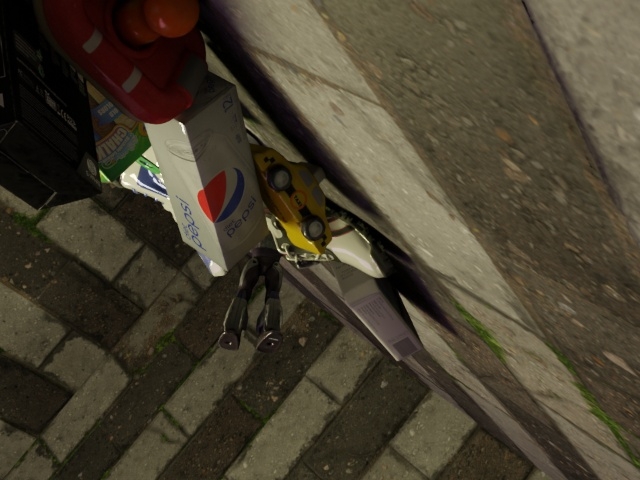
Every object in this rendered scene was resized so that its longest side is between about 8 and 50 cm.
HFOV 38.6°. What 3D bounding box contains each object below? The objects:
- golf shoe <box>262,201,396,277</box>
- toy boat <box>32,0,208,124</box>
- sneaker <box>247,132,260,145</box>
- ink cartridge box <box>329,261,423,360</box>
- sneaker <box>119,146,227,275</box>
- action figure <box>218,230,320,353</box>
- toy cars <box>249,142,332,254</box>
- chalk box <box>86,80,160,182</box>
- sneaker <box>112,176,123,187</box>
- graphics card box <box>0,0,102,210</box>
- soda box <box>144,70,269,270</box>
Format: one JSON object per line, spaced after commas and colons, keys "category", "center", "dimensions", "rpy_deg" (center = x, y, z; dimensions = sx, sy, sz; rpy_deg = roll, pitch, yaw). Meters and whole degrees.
{"category": "golf shoe", "center": [0.000, 0.000, 1.476], "dimensions": [0.272, 0.120, 0.105], "rpy_deg": [35, 170, 28]}
{"category": "toy boat", "center": [-0.194, -0.242, 0.997], "dimensions": [0.151, 0.151, 0.231], "rpy_deg": [-9, 140, 39]}
{"category": "sneaker", "center": [-0.132, -0.111, 1.564], "dimensions": [0.094, 0.091, 0.258], "rpy_deg": [37, 174, 21]}
{"category": "ink cartridge box", "center": [0.074, 0.057, 1.666], "dimensions": [0.261, 0.066, 0.296], "rpy_deg": [65, -172, 32]}
{"category": "sneaker", "center": [-0.249, -0.096, 1.643], "dimensions": [0.182, 0.127, 0.316], "rpy_deg": [-2, 119, 37]}
{"category": "action figure", "center": [-0.094, 0.047, 1.534], "dimensions": [0.185, 0.285, 0.099], "rpy_deg": [7, 148, 0]}
{"category": "toy cars", "center": [-0.114, -0.144, 1.317], "dimensions": [0.393, 0.087, 0.176], "rpy_deg": [42, 162, 10]}
{"category": "chalk box", "center": [-0.317, -0.169, 1.352], "dimensions": [0.213, 0.132, 0.132], "rpy_deg": [50, 162, -19]}
{"category": "sneaker", "center": [-0.391, -0.204, 1.842], "dimensions": [0.125, 0.140, 0.341], "rpy_deg": [39, -168, -9]}
{"category": "graphics card box", "center": [-0.347, -0.243, 1.024], "dimensions": [0.233, 0.094, 0.371], "rpy_deg": [64, -168, -74]}
{"category": "soda box", "center": [-0.150, -0.093, 1.215], "dimensions": [0.098, 0.091, 0.286], "rpy_deg": [32, 150, 29]}
